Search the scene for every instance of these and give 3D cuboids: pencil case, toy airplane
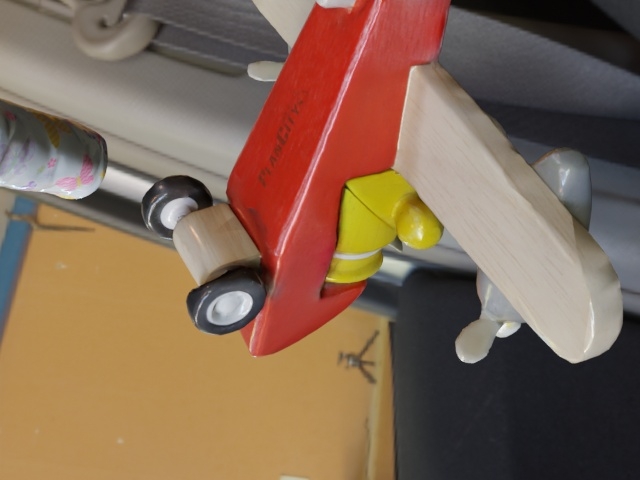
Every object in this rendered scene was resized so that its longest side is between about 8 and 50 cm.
[{"bbox_3d":[-0.405,-0.119,1.072,0.124,0.113,0.273,-42,-11,13],"label":"pencil case"},{"bbox_3d":[0.055,-0.101,0.614,0.384,0.272,0.386,-10,78,52],"label":"toy airplane"}]

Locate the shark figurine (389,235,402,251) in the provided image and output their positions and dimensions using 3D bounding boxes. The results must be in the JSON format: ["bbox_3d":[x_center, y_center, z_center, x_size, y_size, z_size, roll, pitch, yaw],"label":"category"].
[{"bbox_3d":[0.002,0.029,1.105,0.116,0.166,0.278,-12,43,54],"label":"shark figurine"}]
